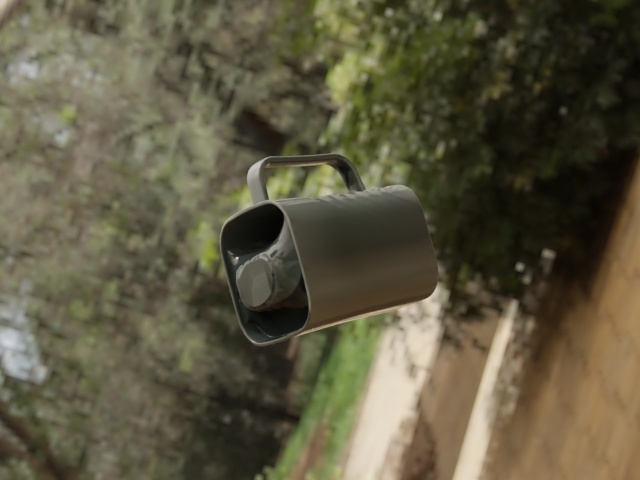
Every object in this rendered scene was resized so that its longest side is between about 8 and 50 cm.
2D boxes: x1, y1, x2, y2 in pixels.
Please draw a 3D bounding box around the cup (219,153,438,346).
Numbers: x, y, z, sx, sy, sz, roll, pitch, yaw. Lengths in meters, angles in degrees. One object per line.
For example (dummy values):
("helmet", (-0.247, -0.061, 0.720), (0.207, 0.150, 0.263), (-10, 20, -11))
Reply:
("cup", (0.000, 0.000, 1.210), (0.095, 0.129, 0.128), (-25, 79, 53))
